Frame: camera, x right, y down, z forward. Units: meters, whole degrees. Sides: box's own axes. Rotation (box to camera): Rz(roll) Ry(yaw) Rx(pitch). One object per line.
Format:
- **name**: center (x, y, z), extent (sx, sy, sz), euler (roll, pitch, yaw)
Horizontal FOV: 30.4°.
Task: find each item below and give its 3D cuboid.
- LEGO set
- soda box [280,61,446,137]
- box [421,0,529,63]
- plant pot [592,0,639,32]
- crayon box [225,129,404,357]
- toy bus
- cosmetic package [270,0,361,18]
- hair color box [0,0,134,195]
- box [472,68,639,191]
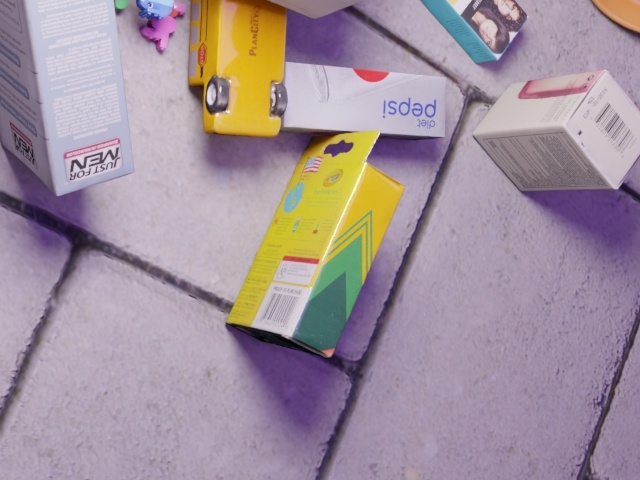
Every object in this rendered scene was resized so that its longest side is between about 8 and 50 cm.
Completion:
- **LEGO set**: center (-0.284, -0.306, 1.587), extent (0.227, 0.087, 0.093), euler (11, 86, -28)
- **soda box**: center (0.050, -0.207, 1.773), extent (0.286, 0.091, 0.098), euler (1, 91, -29)
- **box**: center (0.218, -0.403, 1.876), extent (0.244, 0.060, 0.100), euler (43, 72, -23)
- **plant pot**: center (0.605, -0.511, 1.981), extent (0.291, 0.291, 0.203), euler (37, 58, -25)
- **crayon box**: center (0.000, 0.000, 1.690), extent (0.081, 0.202, 0.318), euler (29, 79, -27)
- **toy bus**: center (-0.116, -0.313, 1.649), extent (0.108, 0.130, 0.332), euler (1, 94, -30)
- **cosmetic package**: center (-0.016, -0.503, 1.546), extent (0.197, 0.155, 0.365), euler (16, 76, -37)
- **hair color box**: center (-0.334, -0.265, 1.431), extent (0.114, 0.185, 0.374), euler (-20, 125, -28)
- **box**: center (0.385, -0.171, 1.880), extent (0.148, 0.232, 0.127), euler (46, 71, -23)
